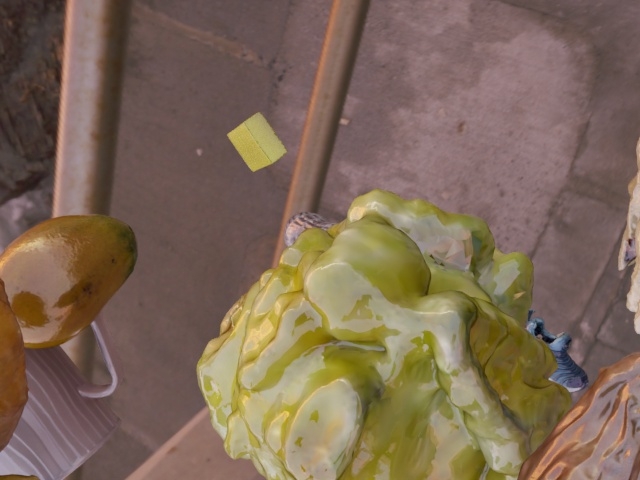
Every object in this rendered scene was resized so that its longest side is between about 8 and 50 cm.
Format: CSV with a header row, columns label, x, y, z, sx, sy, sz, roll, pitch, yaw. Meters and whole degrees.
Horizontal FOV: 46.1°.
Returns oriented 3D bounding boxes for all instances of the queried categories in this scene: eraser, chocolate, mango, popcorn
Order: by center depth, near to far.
label,x,y,z,sx,sy,sz,roll,pitch,yaw
popcorn,0.056,0.103,0.639,0.312,0.312,0.312,11,114,26
mango,-0.355,0.045,1.027,0.151,0.221,0.120,37,156,-3
chocolate,0.000,0.000,1.121,0.167,0.072,0.072,26,124,54
eraser,-0.128,-0.194,1.498,0.097,0.045,0.122,54,160,-10

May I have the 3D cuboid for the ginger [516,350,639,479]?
label,x,y,z,sx,sy,sz,roll,pitch,yaw
ginger,0.080,0.160,0.303,0.084,0.290,0.122,9,143,50

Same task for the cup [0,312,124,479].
label,x,y,z,sx,sy,sz,roll,pitch,yaw
cup,-0.438,0.227,1.101,0.288,0.208,0.273,-31,97,33

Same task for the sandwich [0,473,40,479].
label,x,y,z,sx,sy,sz,roll,pitch,yaw
sandwich,-0.369,0.326,0.651,0.099,0.289,0.254,-117,31,-53

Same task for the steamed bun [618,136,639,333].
label,x,y,z,sx,sy,sz,roll,pitch,yaw
steamed bun,0.587,-0.051,1.253,0.189,0.247,0.427,17,107,35

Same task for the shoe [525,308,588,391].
label,x,y,z,sx,sy,sz,roll,pitch,yaw
shoe,0.529,0.255,1.714,0.207,0.091,0.106,46,127,18

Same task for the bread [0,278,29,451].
label,x,y,z,sx,sy,sz,roll,pitch,yaw
bread,-0.425,0.110,0.689,0.312,0.312,0.172,-67,31,30
